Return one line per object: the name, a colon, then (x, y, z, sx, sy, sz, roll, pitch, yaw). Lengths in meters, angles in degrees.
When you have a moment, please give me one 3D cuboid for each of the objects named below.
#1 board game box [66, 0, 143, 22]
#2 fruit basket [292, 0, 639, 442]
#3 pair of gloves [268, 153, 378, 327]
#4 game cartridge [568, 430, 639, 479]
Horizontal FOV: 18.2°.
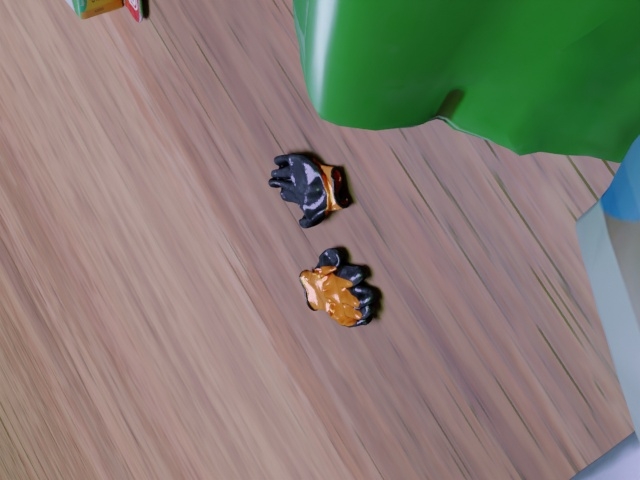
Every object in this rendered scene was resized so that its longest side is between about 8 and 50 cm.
board game box: (-0.165, -0.225, 1.070, 0.259, 0.039, 0.124, 47, 150, 38)
fruit basket: (0.066, -0.198, 0.296, 0.353, 0.165, 0.327, 101, 166, -44)
pair of gloves: (0.000, 0.000, 0.912, 0.074, 0.010, 0.083, 9, 117, 66)
game cartridge: (0.122, 0.159, 0.333, 0.196, 0.060, 0.294, 116, 142, -68)
